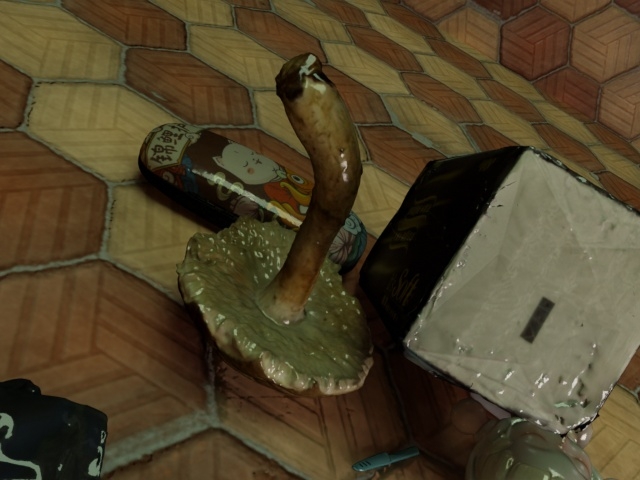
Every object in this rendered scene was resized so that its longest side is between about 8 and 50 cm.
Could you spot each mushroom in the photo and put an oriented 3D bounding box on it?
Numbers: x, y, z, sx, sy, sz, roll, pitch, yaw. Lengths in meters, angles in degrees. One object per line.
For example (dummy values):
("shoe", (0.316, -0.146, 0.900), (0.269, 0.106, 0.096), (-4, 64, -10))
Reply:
("mushroom", (-0.021, 0.026, 0.586), (0.233, 0.302, 0.208), (37, 61, 10))

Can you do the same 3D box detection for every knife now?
("knife", (0.068, 0.226, 0.635), (0.091, 0.005, 0.014), (-1, 46, -37))

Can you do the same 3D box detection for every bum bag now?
("bum bag", (-0.293, 0.129, 0.426), (0.309, 0.074, 0.137), (27, 44, -4))

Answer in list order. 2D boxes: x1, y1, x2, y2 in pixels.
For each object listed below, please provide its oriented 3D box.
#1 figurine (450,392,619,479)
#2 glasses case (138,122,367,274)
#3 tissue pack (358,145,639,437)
("figurine", (0.218, 0.230, 0.645), (0.182, 0.144, 0.256), (54, 33, -2))
("glasses case", (-0.085, -0.057, 0.809), (0.320, 0.082, 0.122), (27, 36, -5))
("tissue pack", (0.179, 0.035, 0.654), (0.198, 0.210, 0.370), (34, 2, -5))
